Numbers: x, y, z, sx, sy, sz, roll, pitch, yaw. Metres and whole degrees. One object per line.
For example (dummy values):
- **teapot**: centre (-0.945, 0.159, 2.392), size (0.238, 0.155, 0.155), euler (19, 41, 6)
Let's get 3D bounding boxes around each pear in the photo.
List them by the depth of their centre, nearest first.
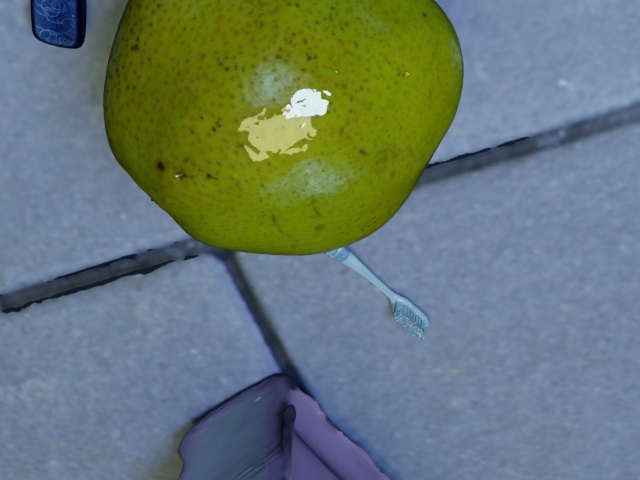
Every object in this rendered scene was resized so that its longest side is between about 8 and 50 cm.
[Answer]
- **pear**: centre (-0.022, -0.087, 0.793), size (0.198, 0.198, 0.198), euler (2, 127, 2)

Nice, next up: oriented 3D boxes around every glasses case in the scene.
- **glasses case**: centre (-0.157, -0.156, 0.841), size (0.033, 0.023, 0.083), euler (11, 126, 7)

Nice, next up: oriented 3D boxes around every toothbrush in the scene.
- **toothbrush**: centre (0.000, 0.000, 0.951), size (0.016, 0.019, 0.219), euler (-32, 119, 31)

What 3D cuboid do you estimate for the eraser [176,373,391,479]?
- **eraser**: centre (0.036, 0.308, 1.024), size (0.122, 0.272, 0.359), euler (-30, 120, 23)
